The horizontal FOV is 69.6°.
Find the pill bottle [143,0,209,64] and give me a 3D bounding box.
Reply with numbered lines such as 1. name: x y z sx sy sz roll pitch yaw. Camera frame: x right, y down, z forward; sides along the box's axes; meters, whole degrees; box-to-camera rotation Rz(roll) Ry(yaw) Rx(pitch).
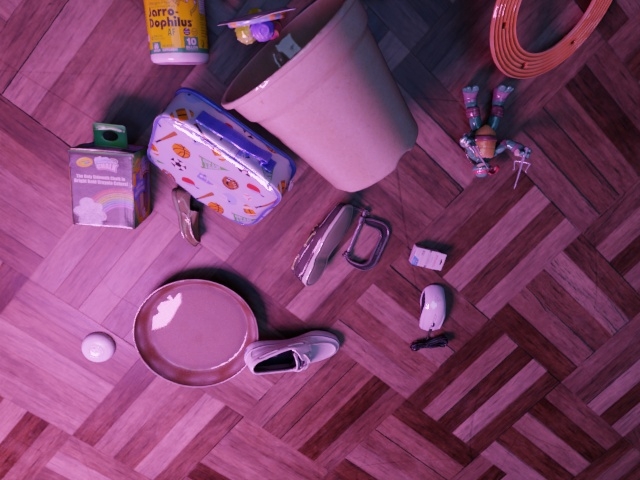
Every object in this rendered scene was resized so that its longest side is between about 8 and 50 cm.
1. pill bottle: -0.290 -0.464 0.918 0.118 0.117 0.208 -2 108 -5

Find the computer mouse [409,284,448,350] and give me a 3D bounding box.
1. computer mouse: 0.300 0.213 1.243 0.106 0.042 0.192 -1 109 -4

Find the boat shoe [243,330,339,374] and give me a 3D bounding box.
1. boat shoe: -0.064 0.302 1.191 0.258 0.084 0.095 -8 114 -18

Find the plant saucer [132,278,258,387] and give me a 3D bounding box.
1. plant saucer: -0.316 0.234 1.183 0.311 0.050 0.310 -2 108 -6

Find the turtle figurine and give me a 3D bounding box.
1. turtle figurine: 0.384 -0.234 1.066 0.175 0.118 0.234 -4 94 -20

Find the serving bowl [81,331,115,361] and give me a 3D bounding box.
1. serving bowl: -0.573 0.279 1.182 0.083 0.027 0.083 -2 107 -5

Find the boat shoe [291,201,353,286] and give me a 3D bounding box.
1. boat shoe: 0.000 0.000 1.123 0.069 0.081 0.227 36 104 30

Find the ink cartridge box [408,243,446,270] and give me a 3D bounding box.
1. ink cartridge box: 0.277 0.044 1.192 0.083 0.028 0.048 14 106 -10

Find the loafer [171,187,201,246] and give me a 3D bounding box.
1. loafer: -0.307 -0.056 1.083 0.050 0.056 0.148 -12 109 5

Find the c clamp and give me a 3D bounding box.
1. c clamp: 0.102 -0.003 1.165 0.137 0.022 0.160 13 105 -15

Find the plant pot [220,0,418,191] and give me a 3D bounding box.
1. plant pot: 0.028 -0.275 0.929 0.334 0.334 0.305 -41 118 8

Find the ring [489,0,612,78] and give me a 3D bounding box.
1. ring: 0.486 -0.501 0.952 0.337 0.032 0.336 -20 139 -18

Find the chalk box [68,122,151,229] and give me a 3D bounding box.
1. chalk box: -0.452 -0.146 1.001 0.133 0.132 0.213 5 107 -6

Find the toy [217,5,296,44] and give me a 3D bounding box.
1. toy: -0.119 -0.415 0.893 0.137 0.237 0.056 -14 121 -1

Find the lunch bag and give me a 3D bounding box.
1. lunch bag: -0.202 -0.165 0.965 0.303 0.243 0.115 33 59 -14
